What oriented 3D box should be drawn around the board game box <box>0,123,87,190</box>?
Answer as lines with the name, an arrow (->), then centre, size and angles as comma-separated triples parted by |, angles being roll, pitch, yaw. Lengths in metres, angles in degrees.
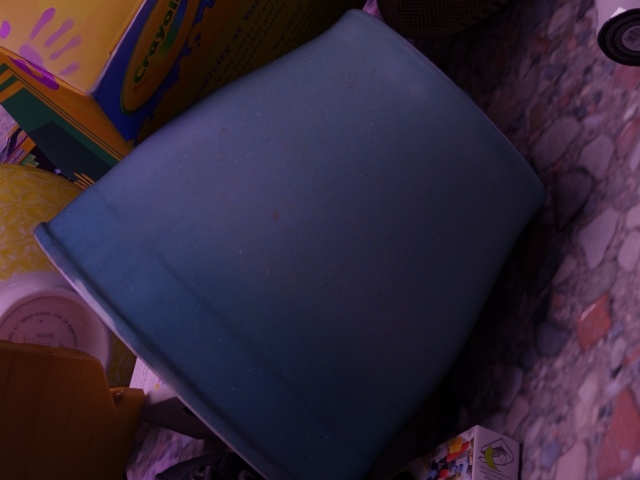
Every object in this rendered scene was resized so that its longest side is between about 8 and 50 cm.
board game box -> -0.234, -0.092, 1.902 | 0.170, 0.141, 0.048 | -40, 34, 44

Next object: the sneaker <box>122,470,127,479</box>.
sneaker -> -0.226, 0.323, 1.593 | 0.281, 0.106, 0.162 | -63, 31, 28

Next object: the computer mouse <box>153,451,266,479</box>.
computer mouse -> -0.037, 0.198, 1.193 | 0.072, 0.188, 0.272 | -31, 9, -13

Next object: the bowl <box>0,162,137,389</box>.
bowl -> -0.264, 0.084, 1.641 | 0.156, 0.289, 0.289 | 22, 88, 61

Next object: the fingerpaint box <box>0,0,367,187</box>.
fingerpaint box -> -0.069, -0.257, 1.373 | 0.444, 0.163, 0.371 | -59, -16, -9

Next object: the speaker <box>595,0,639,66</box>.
speaker -> 0.202, -0.179, 1.206 | 0.055, 0.055, 0.136 | -41, 34, 43

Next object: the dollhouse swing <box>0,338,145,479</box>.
dollhouse swing -> -0.389, 0.188, 1.462 | 0.305, 0.347, 0.315 | 19, 94, 38

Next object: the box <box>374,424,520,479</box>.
box -> 0.049, 0.206, 1.196 | 0.207, 0.036, 0.114 | -37, 38, 47

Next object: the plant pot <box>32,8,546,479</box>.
plant pot -> 0.000, 0.000, 1.223 | 0.255, 0.271, 0.271 | -45, 26, -2

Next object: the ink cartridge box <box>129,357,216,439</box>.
ink cartridge box -> -0.059, 0.071, 1.482 | 0.231, 0.078, 0.134 | -24, 48, 55

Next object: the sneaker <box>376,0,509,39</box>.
sneaker -> 0.127, -0.286, 1.395 | 0.282, 0.099, 0.153 | -52, 32, 14
